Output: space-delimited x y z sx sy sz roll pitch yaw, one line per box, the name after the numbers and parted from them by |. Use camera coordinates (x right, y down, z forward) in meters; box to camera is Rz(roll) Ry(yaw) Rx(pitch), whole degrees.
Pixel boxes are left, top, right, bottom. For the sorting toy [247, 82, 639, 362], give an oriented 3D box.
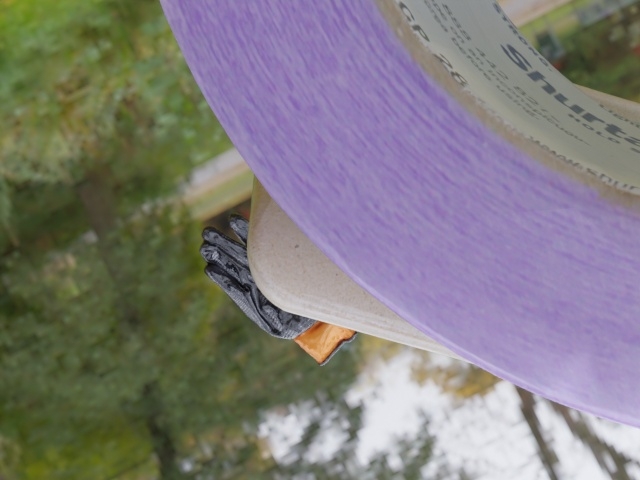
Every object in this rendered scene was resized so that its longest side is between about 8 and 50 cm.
0.073 -0.020 0.556 0.208 0.193 0.038 -88 -165 -62 | sorting toy

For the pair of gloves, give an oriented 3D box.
0.000 0.000 0.615 0.083 0.074 0.010 -46 -163 13 | pair of gloves

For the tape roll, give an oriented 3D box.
0.099 -0.100 0.333 0.275 0.274 0.090 -26 179 21 | tape roll
